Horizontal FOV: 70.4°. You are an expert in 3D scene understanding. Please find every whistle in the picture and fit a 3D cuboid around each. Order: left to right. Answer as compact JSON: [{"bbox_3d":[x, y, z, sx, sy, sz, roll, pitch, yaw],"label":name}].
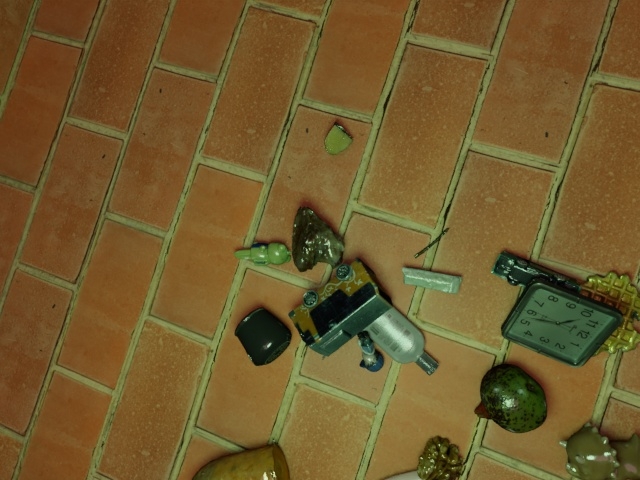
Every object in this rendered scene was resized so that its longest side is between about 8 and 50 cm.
[{"bbox_3d":[-0.215,0.050,1.706,0.227,0.105,0.085,-2,55,14],"label":"whistle"}]

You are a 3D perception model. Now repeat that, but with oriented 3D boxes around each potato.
[{"bbox_3d":[0.053,-0.373,1.696,0.103,0.066,0.096,-44,104,0],"label":"potato"}]

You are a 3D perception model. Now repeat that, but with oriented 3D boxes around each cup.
[{"bbox_3d":[-0.221,0.364,1.657,0.176,0.169,0.223,43,125,15],"label":"cup"}]

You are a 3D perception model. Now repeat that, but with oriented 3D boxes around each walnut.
[{"bbox_3d":[0.401,0.737,1.498,0.143,0.069,0.170,40,55,9],"label":"walnut"}]

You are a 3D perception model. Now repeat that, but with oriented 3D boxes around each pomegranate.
[{"bbox_3d":[0.596,0.521,1.470,0.214,0.214,0.248,52,133,11],"label":"pomegranate"}]

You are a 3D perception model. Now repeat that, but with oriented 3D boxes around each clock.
[{"bbox_3d":[0.754,0.262,1.444,0.278,0.049,0.274,22,131,12],"label":"clock"}]

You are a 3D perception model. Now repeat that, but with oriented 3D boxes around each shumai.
[{"bbox_3d":[-0.001,0.003,1.652,0.185,0.184,0.218,3,71,-23],"label":"shumai"}]

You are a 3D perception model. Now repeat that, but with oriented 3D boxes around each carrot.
[{"bbox_3d":[-0.281,0.859,1.592,0.340,0.224,0.225,-22,81,4],"label":"carrot"}]

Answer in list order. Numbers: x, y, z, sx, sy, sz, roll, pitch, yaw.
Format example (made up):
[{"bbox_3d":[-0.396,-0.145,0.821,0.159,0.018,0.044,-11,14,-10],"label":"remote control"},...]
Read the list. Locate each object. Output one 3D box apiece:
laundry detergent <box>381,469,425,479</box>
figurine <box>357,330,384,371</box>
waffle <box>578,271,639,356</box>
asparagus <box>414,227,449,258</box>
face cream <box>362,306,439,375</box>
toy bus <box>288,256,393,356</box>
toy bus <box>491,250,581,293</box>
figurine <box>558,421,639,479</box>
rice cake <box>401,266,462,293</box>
[{"bbox_3d":[0.234,0.896,1.548,0.334,0.088,0.159,-23,88,10],"label":"laundry detergent"},{"bbox_3d":[0.170,0.391,1.595,0.087,0.086,0.149,-17,105,-9],"label":"figurine"},{"bbox_3d":[0.929,0.242,1.477,0.249,0.056,0.262,-24,82,9],"label":"waffle"},{"bbox_3d":[0.400,0.009,1.622,0.162,0.016,0.016,-42,60,7],"label":"asparagus"},{"bbox_3d":[0.287,0.350,1.588,0.291,0.071,0.144,40,97,13],"label":"face cream"},{"bbox_3d":[0.070,0.236,1.568,0.323,0.162,0.194,-40,52,7],"label":"toy bus"},{"bbox_3d":[0.704,0.119,1.486,0.261,0.109,0.091,26,115,20],"label":"toy bus"},{"bbox_3d":[0.875,0.650,1.393,0.247,0.177,0.173,-20,100,20],"label":"figurine"},{"bbox_3d":[0.386,0.140,1.590,0.206,0.063,0.069,9,93,13],"label":"rice cake"}]
